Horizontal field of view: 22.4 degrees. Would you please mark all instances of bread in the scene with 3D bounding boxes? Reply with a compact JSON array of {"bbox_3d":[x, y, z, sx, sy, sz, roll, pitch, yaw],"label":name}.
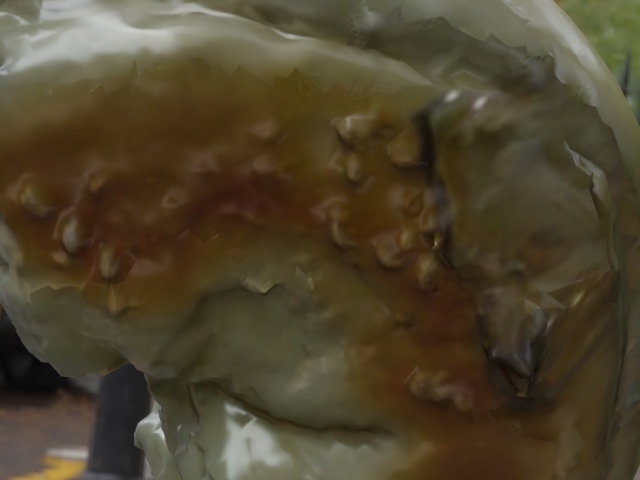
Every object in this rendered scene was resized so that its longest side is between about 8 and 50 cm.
[{"bbox_3d":[0.002,-0.005,0.495,0.192,0.314,0.171,-26,28,5],"label":"bread"}]
